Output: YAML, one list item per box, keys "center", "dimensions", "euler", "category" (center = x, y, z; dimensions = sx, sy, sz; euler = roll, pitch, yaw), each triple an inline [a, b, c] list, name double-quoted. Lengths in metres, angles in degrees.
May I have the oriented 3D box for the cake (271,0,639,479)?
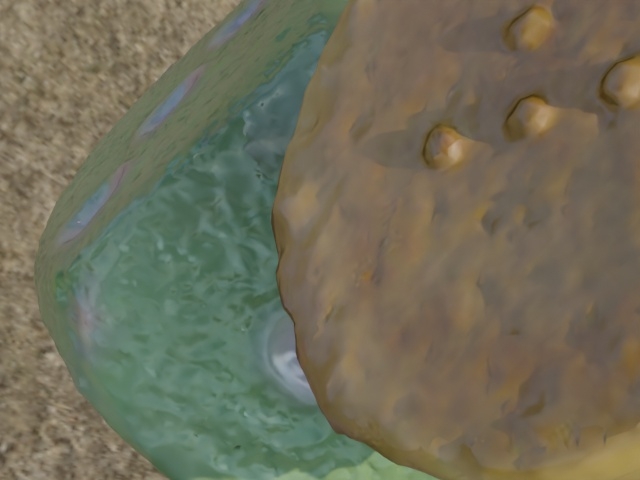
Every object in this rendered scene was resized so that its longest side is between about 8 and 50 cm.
- center: [0.184, 0.006, 0.628]
  dimensions: [0.332, 0.321, 0.332]
  euler: [-21, 56, 34]
  category: "cake"

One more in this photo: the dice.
- center: [0.000, 0.000, 0.961]
  dimensions: [0.322, 0.330, 0.318]
  euler: [-39, 110, 19]
  category: "dice"
